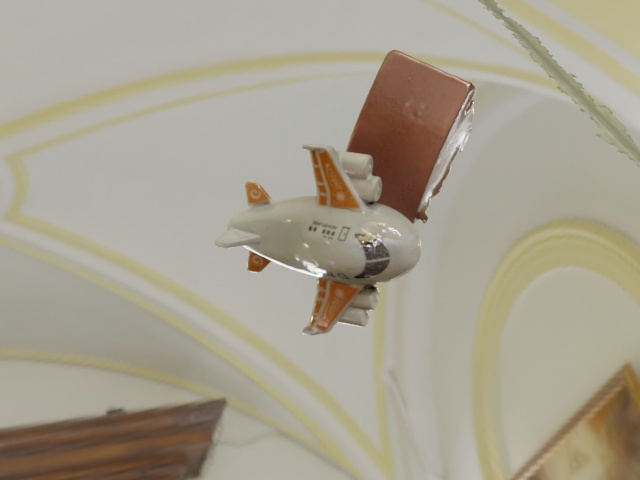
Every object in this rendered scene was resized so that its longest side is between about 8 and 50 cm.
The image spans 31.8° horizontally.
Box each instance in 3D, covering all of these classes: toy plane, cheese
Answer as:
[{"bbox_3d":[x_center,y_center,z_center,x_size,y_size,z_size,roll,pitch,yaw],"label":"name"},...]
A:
[{"bbox_3d":[0.000,0.000,1.350,0.244,0.245,0.117,-37,2,29],"label":"toy plane"},{"bbox_3d":[0.126,-0.153,1.412,0.128,0.203,0.177,27,-37,11],"label":"cheese"}]

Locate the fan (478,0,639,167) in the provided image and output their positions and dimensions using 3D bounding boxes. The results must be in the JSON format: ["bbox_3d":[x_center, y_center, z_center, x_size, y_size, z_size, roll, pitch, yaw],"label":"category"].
[{"bbox_3d":[0.030,-0.114,0.381,0.190,0.329,0.009,-1,-47,-35],"label":"fan"}]
